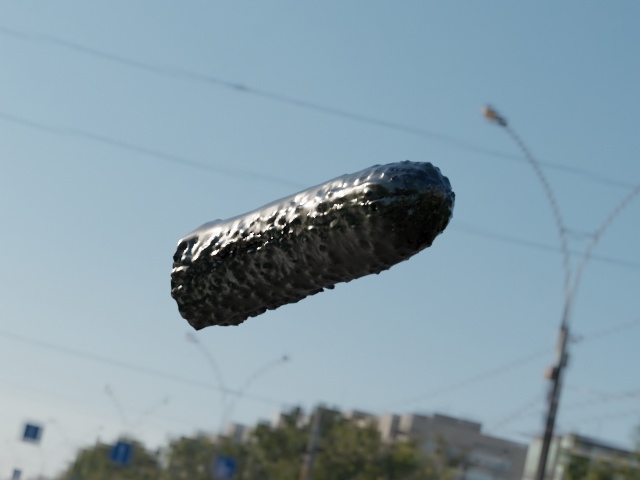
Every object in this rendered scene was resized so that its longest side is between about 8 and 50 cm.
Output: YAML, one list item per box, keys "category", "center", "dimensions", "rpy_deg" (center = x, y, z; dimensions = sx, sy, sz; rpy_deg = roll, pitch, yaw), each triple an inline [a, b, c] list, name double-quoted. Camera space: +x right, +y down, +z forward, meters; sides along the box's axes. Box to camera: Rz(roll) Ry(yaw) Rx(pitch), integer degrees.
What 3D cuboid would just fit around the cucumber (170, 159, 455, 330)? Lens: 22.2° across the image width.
- category: "cucumber"
  center: [0.001, -0.002, 0.919]
  dimensions: [0.067, 0.067, 0.245]
  rpy_deg: [21, -24, -32]
